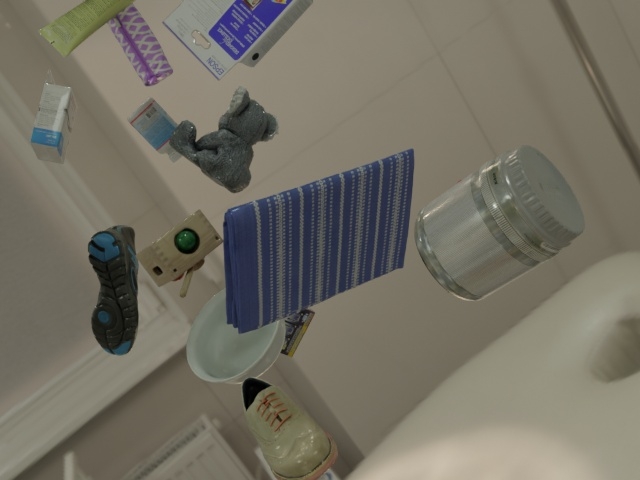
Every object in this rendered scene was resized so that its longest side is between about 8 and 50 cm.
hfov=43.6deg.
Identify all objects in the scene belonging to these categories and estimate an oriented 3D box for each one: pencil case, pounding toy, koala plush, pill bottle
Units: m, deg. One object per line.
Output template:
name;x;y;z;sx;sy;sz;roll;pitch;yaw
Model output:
pencil case;-0.434;-0.469;1.907;0.086;0.206;0.088;-32;5;9
pounding toy;-0.237;0.029;1.369;0.130;0.100;0.141;-40;9;-27
koala plush;-0.205;-0.246;1.923;0.203;0.196;0.221;34;84;42
pill bottle;-0.407;-0.279;2.037;0.087;0.160;0.087;-39;16;13

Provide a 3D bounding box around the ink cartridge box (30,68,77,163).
ink cartridge box;-0.582;-0.273;1.761;0.104;0.060;0.180;121;157;-72

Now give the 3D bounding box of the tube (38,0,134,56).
tube;-0.504;-0.505;1.775;0.240;0.062;0.070;-44;36;-17

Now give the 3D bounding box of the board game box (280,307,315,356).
board game box;-0.117;0.279;2.599;0.170;0.141;0.048;-62;34;4

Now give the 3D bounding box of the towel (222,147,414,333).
towel;0.000;0.000;1.259;0.335;0.243;0.040;-20;43;-26

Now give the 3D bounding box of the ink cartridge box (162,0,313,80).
ink cartridge box;-0.146;-0.392;1.375;0.208;0.045;0.206;-44;58;4

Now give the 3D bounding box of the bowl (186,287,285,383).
bowl;-0.202;0.269;2.148;0.297;0.134;0.298;-19;48;23

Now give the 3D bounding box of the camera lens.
camera lens;0.336;-0.027;1.546;0.274;0.219;0.219;-36;14;33

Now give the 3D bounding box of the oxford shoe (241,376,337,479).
oxford shoe;-0.090;0.400;1.707;0.140;0.147;0.397;-38;18;-16

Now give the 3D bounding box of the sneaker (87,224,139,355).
sneaker;-0.505;0.127;2.041;0.125;0.341;0.140;7;17;11

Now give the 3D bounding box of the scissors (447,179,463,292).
scissors;0.355;-0.012;2.133;0.021;0.109;0.297;10;82;20
